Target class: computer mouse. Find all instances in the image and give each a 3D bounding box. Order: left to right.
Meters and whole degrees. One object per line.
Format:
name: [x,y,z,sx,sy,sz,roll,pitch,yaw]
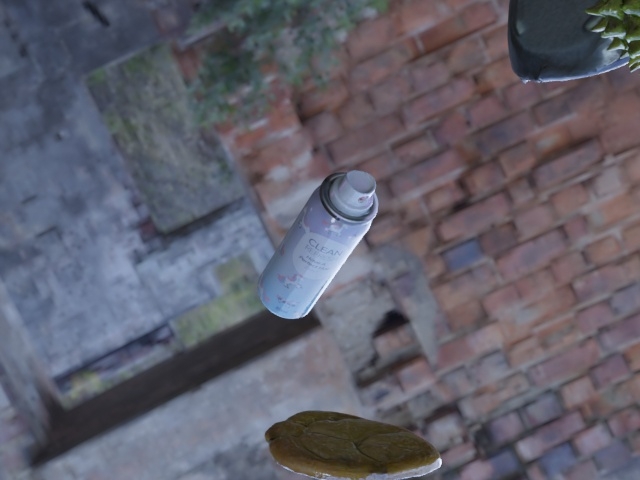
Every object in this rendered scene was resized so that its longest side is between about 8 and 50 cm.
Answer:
computer mouse: [0.285,-0.268,1.078,0.203,0.114,0.374,12,-109,53]

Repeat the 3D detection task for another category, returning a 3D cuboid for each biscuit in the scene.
biscuit: [0.047,0.295,1.858,0.260,0.041,0.203,7,-168,17]

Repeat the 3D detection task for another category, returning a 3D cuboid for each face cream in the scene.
face cream: [0.000,0.000,1.442,0.075,0.075,0.229,-33,164,-39]

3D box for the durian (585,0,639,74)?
durian: [0.284,-0.195,0.848,0.176,0.200,0.237,-29,159,-46]
